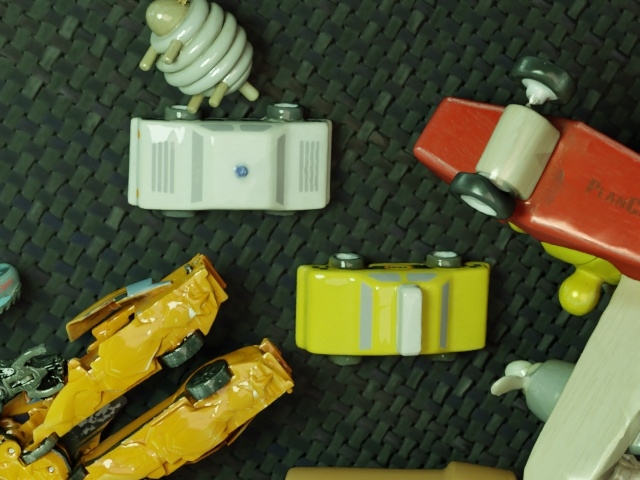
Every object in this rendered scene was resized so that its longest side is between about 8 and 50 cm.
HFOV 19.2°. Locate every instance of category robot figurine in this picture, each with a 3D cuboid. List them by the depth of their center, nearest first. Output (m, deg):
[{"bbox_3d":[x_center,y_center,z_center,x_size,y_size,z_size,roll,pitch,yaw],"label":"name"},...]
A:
[{"bbox_3d":[-0.181,0.151,1.688,0.291,0.085,0.211,-34,107,6],"label":"robot figurine"}]

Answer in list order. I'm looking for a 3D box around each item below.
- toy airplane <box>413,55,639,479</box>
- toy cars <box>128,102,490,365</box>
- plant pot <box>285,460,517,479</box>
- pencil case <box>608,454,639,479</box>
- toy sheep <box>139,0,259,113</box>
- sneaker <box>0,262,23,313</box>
[{"bbox_3d":[0.312,0.005,1.683,0.386,0.272,0.384,-18,74,3],"label":"toy airplane"},{"bbox_3d":[0.000,0.000,1.708,0.393,0.087,0.176,41,90,-16],"label":"toy cars"},{"bbox_3d":[0.044,0.327,1.701,0.203,0.291,0.291,13,98,2],"label":"plant pot"},{"bbox_3d":[0.232,0.366,1.790,0.183,0.160,0.410,12,100,-49],"label":"pencil case"},{"bbox_3d":[-0.103,-0.164,1.655,0.091,0.091,0.132,-45,121,-1],"label":"toy sheep"},{"bbox_3d":[-0.384,0.008,1.619,0.261,0.104,0.125,5,98,-14],"label":"sneaker"}]
